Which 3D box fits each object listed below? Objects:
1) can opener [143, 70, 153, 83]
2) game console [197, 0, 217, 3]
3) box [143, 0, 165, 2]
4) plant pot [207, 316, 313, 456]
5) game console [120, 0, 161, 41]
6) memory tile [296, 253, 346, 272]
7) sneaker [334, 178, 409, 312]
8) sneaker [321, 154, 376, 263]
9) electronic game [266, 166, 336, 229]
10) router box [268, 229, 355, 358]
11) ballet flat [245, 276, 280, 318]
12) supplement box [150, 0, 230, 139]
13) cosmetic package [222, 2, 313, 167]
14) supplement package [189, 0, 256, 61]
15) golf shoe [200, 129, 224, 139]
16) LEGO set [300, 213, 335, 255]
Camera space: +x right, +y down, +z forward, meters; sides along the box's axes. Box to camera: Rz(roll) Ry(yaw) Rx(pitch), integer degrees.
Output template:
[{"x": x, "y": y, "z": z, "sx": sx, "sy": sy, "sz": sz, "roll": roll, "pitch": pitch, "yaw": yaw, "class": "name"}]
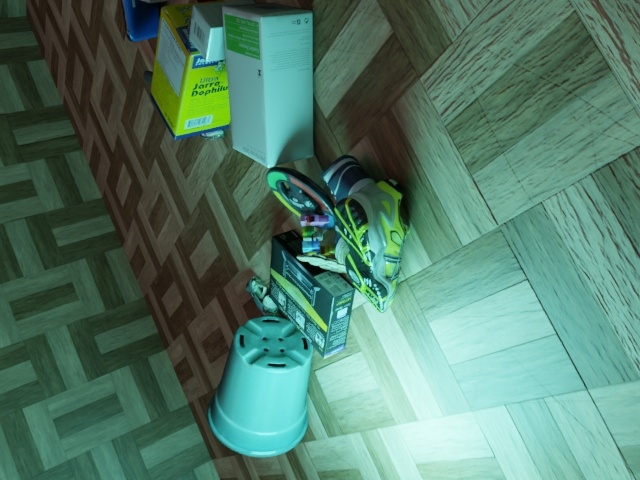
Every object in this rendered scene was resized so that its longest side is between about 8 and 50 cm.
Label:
[{"x": -0.564, "y": -0.571, "z": 2.160, "sx": 0.280, "sy": 0.074, "sz": 0.093, "roll": 32, "pitch": 133, "yaw": 46, "class": "can opener"}, {"x": -0.367, "y": -0.737, "z": 1.747, "sx": 0.124, "sy": 0.085, "sz": 0.144, "roll": -25, "pitch": 85, "yaw": 59, "class": "game console"}, {"x": -0.539, "y": -0.839, "z": 1.944, "sx": 0.087, "sy": 0.101, "sz": 0.102, "roll": 32, "pitch": 134, "yaw": 45, "class": "box"}, {"x": -0.175, "y": 0.449, "z": 1.918, "sx": 0.341, "sy": 0.341, "sz": 0.334, "roll": 42, "pitch": 130, "yaw": 38, "class": "plant pot"}, {"x": -0.650, "y": -0.859, "z": 2.052, "sx": 0.173, "sy": 0.250, "sz": 0.293, "roll": 12, "pitch": 121, "yaw": 24, "class": "game console"}, {"x": 0.019, "y": 0.062, "z": 1.552, "sx": 0.113, "sy": 0.148, "sz": 0.012, "roll": -5, "pitch": 68, "yaw": 56, "class": "memory tile"}, {"x": 0.142, "y": 0.026, "z": 1.346, "sx": 0.145, "sy": 0.147, "sz": 0.385, "roll": 43, "pitch": 158, "yaw": 33, "class": "sneaker"}, {"x": 0.065, "y": -0.078, "z": 1.436, "sx": 0.153, "sy": 0.099, "sz": 0.282, "roll": 58, "pitch": 154, "yaw": 33, "class": "sneaker"}, {"x": -0.048, "y": -0.108, "z": 1.551, "sx": 0.229, "sy": 0.048, "sz": 0.229, "roll": 34, "pitch": 162, "yaw": 13, "class": "electronic game"}, {"x": -0.035, "y": 0.152, "z": 1.732, "sx": 0.309, "sy": 0.081, "sz": 0.243, "roll": 43, "pitch": 139, "yaw": 37, "class": "router box"}, {"x": -0.194, "y": 0.195, "z": 2.029, "sx": 0.188, "sy": 0.070, "sz": 0.070, "roll": 45, "pitch": 141, "yaw": 30, "class": "ballet flat"}, {"x": -0.366, "y": -0.501, "z": 1.774, "sx": 0.194, "sy": 0.195, "sz": 0.356, "roll": 59, "pitch": 148, "yaw": 17, "class": "supplement box"}, {"x": -0.127, "y": -0.394, "z": 1.500, "sx": 0.197, "sy": 0.155, "sz": 0.366, "roll": 31, "pitch": 130, "yaw": 45, "class": "cosmetic package"}, {"x": -0.237, "y": -0.551, "z": 1.556, "sx": 0.105, "sy": 0.179, "sz": 0.105, "roll": 54, "pitch": 145, "yaw": 25, "class": "supplement package"}, {"x": -0.380, "y": -0.390, "z": 1.981, "sx": 0.186, "sy": 0.067, "sz": 0.086, "roll": 33, "pitch": 132, "yaw": 45, "class": "golf shoe"}, {"x": 0.000, "y": 0.000, "z": 1.546, "sx": 0.227, "sy": 0.093, "sz": 0.087, "roll": 90, "pitch": 177, "yaw": -78, "class": "LEGO set"}]
